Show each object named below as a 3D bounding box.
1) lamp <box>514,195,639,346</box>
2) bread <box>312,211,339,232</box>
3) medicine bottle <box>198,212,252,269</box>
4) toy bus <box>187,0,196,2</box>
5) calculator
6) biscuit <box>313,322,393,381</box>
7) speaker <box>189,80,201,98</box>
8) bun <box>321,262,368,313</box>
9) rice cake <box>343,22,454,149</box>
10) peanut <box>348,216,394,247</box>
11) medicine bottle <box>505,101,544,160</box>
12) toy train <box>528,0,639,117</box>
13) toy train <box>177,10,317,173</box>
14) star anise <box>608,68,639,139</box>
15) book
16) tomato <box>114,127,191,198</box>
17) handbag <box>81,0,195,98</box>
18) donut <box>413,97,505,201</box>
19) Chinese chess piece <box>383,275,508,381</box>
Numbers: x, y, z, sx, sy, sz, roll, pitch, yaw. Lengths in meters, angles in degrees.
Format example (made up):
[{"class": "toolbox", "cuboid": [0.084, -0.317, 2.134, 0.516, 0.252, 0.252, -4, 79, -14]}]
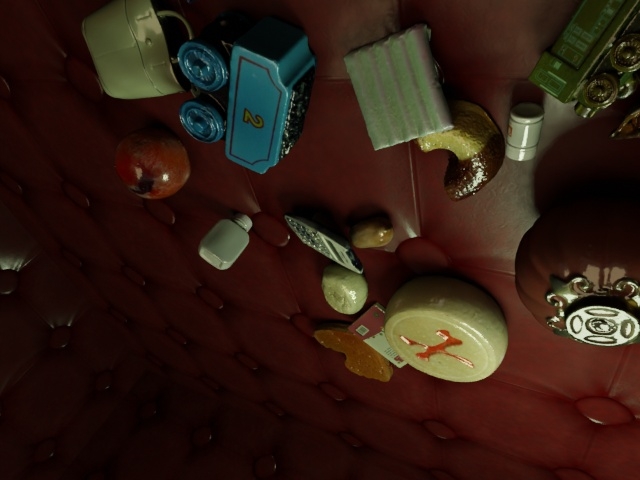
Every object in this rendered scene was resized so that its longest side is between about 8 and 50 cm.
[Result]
[{"class": "lamp", "cuboid": [0.517, 0.060, 0.831, 0.302, 0.257, 0.303, 19, 141, 16]}, {"class": "bread", "cuboid": [0.014, -0.043, 1.265, 0.083, 0.047, 0.036, 38, 113, -9]}, {"class": "medicine bottle", "cuboid": [-0.288, -0.005, 1.411, 0.119, 0.183, 0.069, 35, 144, -3]}, {"class": "toy bus", "cuboid": [-0.225, -0.564, 0.831, 0.094, 0.079, 0.236, 36, 143, 0]}, {"class": "calculator", "cuboid": [0.000, 0.000, 1.266, 0.268, 0.040, 0.177, 24, 160, 34]}, {"class": "biscuit", "cuboid": [0.123, 0.405, 1.672, 0.262, 0.052, 0.277, -4, 127, 38]}, {"class": "speaker", "cuboid": [-0.286, -0.360, 1.130, 0.040, 0.046, 0.191, 1, 133, 34]}, {"class": "bun", "cuboid": [0.076, 0.140, 1.377, 0.164, 0.111, 0.188, 37, 150, 25]}, {"class": "rice cake", "cuboid": [0.143, -0.282, 0.847, 0.189, 0.037, 0.198, -6, 101, 40]}, {"class": "peanut", "cuboid": [0.129, -0.018, 1.183, 0.152, 0.076, 0.076, -14, 123, 50]}, {"class": "medicine bottle", "cuboid": [0.368, -0.197, 0.821, 0.057, 0.057, 0.089, 12, 138, 25]}, {"class": "toy train", "cuboid": [0.413, -0.291, 0.640, 0.137, 0.090, 0.226, 49, 144, 25]}, {"class": "toy train", "cuboid": [-0.154, -0.312, 0.979, 0.264, 0.188, 0.300, 25, 141, 4]}, {"class": "star anise", "cuboid": [0.559, -0.196, 0.643, 0.220, 0.099, 0.214, 32, 144, 37]}, {"class": "book", "cuboid": [0.224, 0.315, 1.493, 0.231, 0.022, 0.162, 37, 128, -6]}, {"class": "tomato", "cuboid": [-0.491, -0.220, 1.321, 0.208, 0.184, 0.208, 21, 142, 18]}, {"class": "handbag", "cuboid": [-0.399, -0.458, 1.061, 0.315, 0.109, 0.241, -2, 115, 27]}, {"class": "donut", "cuboid": [0.273, -0.177, 0.890, 0.217, 0.085, 0.141, 49, 141, -17]}, {"class": "Chinese chess piece", "cuboid": [0.343, 0.247, 1.264, 0.337, 0.141, 0.338, 20, 141, 17]}]
